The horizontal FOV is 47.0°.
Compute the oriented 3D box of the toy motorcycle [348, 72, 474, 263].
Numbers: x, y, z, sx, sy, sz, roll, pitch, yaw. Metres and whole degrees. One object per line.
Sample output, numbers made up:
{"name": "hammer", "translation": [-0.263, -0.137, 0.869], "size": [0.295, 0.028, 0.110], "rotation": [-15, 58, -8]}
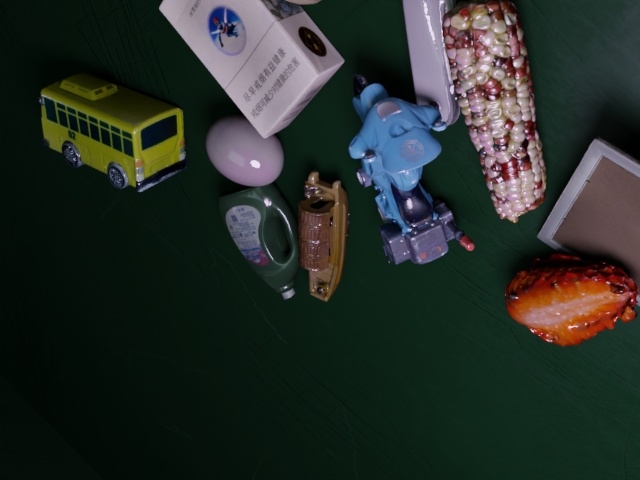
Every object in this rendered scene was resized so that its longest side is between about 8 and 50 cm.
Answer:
{"name": "toy motorcycle", "translation": [0.109, -0.083, 0.966], "size": [0.182, 0.124, 0.272], "rotation": [-124, 10, -62]}

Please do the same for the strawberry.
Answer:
{"name": "strawberry", "translation": [0.320, 0.068, 0.925], "size": [0.121, 0.082, 0.188], "rotation": [42, 148, -15]}

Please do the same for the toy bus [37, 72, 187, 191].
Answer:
{"name": "toy bus", "translation": [-0.376, -0.203, 1.319], "size": [0.262, 0.128, 0.150], "rotation": [24, 129, 26]}

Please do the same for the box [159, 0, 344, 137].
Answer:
{"name": "box", "translation": [-0.104, -0.298, 1.065], "size": [0.256, 0.069, 0.164], "rotation": [51, 137, 1]}

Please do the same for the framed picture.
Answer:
{"name": "framed picture", "translation": [0.397, 0.024, 0.819], "size": [0.293, 0.018, 0.231], "rotation": [37, 159, 17]}

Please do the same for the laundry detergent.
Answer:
{"name": "laundry detergent", "translation": [-0.086, 0.003, 1.249], "size": [0.137, 0.063, 0.210], "rotation": [-13, 108, 38]}

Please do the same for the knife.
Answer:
{"name": "knife", "translation": [0.138, -0.264, 0.898], "size": [0.073, 0.041, 0.265], "rotation": [15, 125, 37]}

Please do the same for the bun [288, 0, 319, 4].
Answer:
{"name": "bun", "translation": [-0.028, -0.402, 0.897], "size": [0.210, 0.116, 0.237], "rotation": [45, 160, 2]}

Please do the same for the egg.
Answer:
{"name": "egg", "translation": [-0.117, -0.141, 1.152], "size": [0.135, 0.103, 0.103], "rotation": [35, 134, 15]}

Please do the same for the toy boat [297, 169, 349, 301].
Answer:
{"name": "toy boat", "translation": [0.000, 0.000, 1.154], "size": [0.068, 0.088, 0.225], "rotation": [23, 128, 28]}

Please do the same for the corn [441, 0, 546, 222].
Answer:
{"name": "corn", "translation": [0.213, -0.154, 0.869], "size": [0.092, 0.092, 0.280], "rotation": [-2, 116, 42]}
